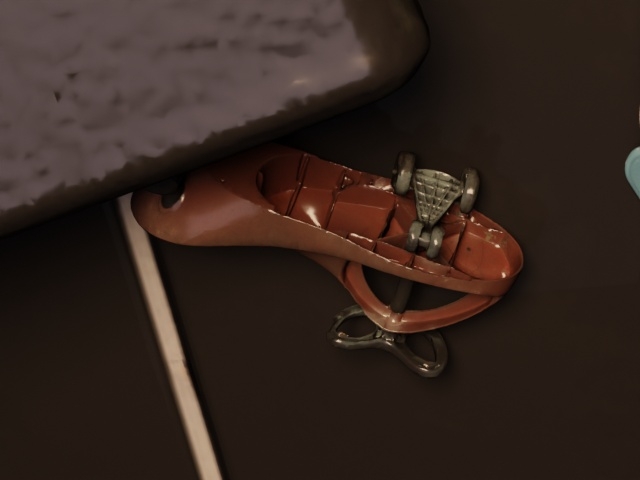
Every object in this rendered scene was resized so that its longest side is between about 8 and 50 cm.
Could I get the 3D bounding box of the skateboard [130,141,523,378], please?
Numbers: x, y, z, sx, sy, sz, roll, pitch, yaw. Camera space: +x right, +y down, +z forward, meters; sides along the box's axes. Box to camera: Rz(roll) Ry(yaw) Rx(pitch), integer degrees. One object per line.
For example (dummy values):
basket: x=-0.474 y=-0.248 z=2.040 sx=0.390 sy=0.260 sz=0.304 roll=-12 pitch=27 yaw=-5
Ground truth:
skateboard: x=0.000 y=0.000 z=0.684 sx=0.151 sy=0.067 sz=0.080 roll=20 pitch=129 yaw=6

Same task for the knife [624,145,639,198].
knife: x=0.141 y=0.006 z=0.658 sx=0.027 sy=0.010 sz=0.096 roll=-30 pitch=102 yaw=29

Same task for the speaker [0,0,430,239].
speaker: x=-0.162 y=-0.096 z=0.662 sx=0.388 sy=0.184 sz=0.180 roll=-19 pitch=109 yaw=16
